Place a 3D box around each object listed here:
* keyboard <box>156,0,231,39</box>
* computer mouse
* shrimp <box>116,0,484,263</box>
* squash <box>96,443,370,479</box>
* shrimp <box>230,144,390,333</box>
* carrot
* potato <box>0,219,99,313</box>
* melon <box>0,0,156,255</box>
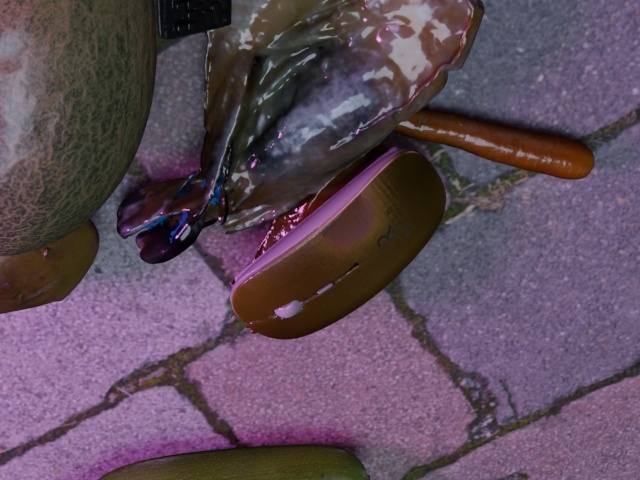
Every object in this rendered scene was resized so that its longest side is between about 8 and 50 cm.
[{"bbox_3d":[-0.108,-0.286,1.038,0.094,0.025,0.230,-24,123,-42],"label":"keyboard"},{"bbox_3d":[0.022,0.010,1.231,0.245,0.056,0.126,-38,135,3],"label":"computer mouse"},{"bbox_3d":[-0.038,-0.141,1.160,0.221,0.110,0.446,39,109,-18],"label":"shrimp"},{"bbox_3d":[-0.130,0.296,1.455,0.379,0.101,0.101,-7,126,-2],"label":"squash"},{"bbox_3d":[0.000,0.000,1.287,0.150,0.068,0.248,34,109,-33],"label":"shrimp"},{"bbox_3d":[0.166,-0.102,1.251,0.248,0.043,0.043,12,122,-13],"label":"carrot"},{"bbox_3d":[-0.305,0.007,1.210,0.176,0.137,0.137,3,124,-13],"label":"potato"},{"bbox_3d":[-0.260,-0.146,1.034,0.249,0.248,0.329,12,113,-16],"label":"melon"}]
